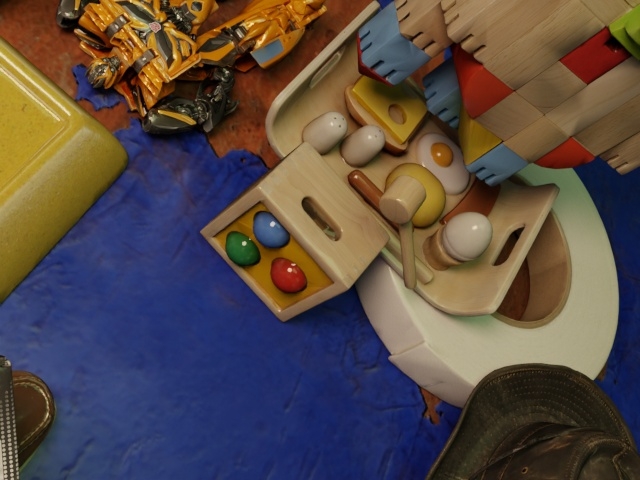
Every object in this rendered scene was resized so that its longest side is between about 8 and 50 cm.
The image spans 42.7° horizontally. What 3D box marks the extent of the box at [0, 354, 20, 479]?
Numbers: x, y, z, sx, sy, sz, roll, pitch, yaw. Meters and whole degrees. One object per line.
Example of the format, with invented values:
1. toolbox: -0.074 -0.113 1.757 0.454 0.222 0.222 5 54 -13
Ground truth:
1. box: -0.290 0.213 0.482 0.216 0.060 0.270 -3 90 -35

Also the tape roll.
1. tape roll: 0.205 0.015 0.993 0.392 0.072 0.392 14 63 -30

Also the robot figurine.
1. robot figurine: -0.129 -0.238 0.864 0.211 0.085 0.291 51 52 -5

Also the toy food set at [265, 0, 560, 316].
1. toy food set: 0.111 -0.093 0.872 0.306 0.092 0.219 44 53 -9

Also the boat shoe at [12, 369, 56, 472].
1. boat shoe: -0.295 0.169 0.573 0.257 0.095 0.095 -32 90 -39

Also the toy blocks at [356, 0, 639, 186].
1. toy blocks: 0.216 -0.163 0.788 0.381 0.261 0.190 27 44 -35

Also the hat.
1. hat: 0.256 0.291 0.828 0.331 0.134 0.331 2 85 -27

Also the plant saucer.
1. plant saucer: -0.358 -0.089 0.651 0.333 0.081 0.333 41 53 -12

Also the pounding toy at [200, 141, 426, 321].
1. pounding toy: 0.009 0.005 0.777 0.181 0.206 0.094 49 52 -8
